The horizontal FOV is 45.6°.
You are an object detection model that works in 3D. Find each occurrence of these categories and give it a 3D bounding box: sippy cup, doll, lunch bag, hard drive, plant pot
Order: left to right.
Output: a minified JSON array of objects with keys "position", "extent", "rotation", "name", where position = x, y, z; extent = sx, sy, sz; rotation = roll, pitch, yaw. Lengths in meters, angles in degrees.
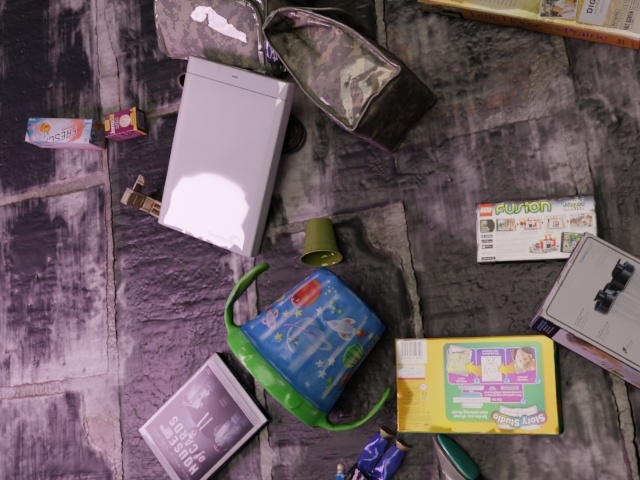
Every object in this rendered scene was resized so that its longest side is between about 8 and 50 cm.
[{"position":[-0.194,-0.169,1.531],"extent":[0.232,0.047,0.353],"rotation":[20,107,21],"name":"hard drive"},{"position":[-0.182,-0.481,1.560],"extent":[0.305,0.212,0.256],"rotation":[14,103,23],"name":"lunch bag"},{"position":[-0.012,0.179,1.382],"extent":[0.224,0.305,0.240],"rotation":[-45,25,-2],"name":"sippy cup"},{"position":[0.000,0.000,1.479],"extent":[0.083,0.083,0.079],"rotation":[-12,64,19],"name":"plant pot"},{"position":[0.045,-0.319,1.423],"extent":[0.287,0.235,0.169],"rotation":[43,103,21],"name":"lunch bag"},{"position":[0.089,0.438,1.384],"extent":[0.129,0.046,0.189],"rotation":[35,94,23],"name":"doll"}]

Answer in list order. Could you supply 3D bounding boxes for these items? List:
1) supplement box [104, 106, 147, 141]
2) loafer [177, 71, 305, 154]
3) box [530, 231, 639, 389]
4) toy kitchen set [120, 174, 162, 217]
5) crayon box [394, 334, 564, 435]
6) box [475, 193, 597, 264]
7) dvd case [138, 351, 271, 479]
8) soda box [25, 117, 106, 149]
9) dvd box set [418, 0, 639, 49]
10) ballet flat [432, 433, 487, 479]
[{"position":[-0.433,-0.258,1.696],"extent":[0.083,0.043,0.055],"rotation":[-11,79,19],"name":"supplement box"},{"position":[-0.173,-0.265,1.571],"extent":[0.302,0.095,0.109],"rotation":[29,91,22],"name":"loafer"},{"position":[0.506,0.132,1.212],"extent":[0.289,0.087,0.169],"rotation":[29,76,13],"name":"box"},{"position":[-0.361,-0.092,1.619],"extent":[0.075,0.083,0.068],"rotation":[26,91,22],"name":"toy kitchen set"},{"position":[0.272,0.251,1.326],"extent":[0.278,0.081,0.166],"rotation":[-4,80,20],"name":"crayon box"},{"position":[0.383,-0.018,1.353],"extent":[0.206,0.036,0.114],"rotation":[-3,80,20],"name":"box"},{"position":[-0.234,0.369,1.526],"extent":[0.239,0.029,0.179],"rotation":[-45,69,8],"name":"dvd case"},{"position":[-0.578,-0.243,1.737],"extent":[0.183,0.063,0.058],"rotation":[4,82,21],"name":"soda box"},{"position":[0.424,-0.540,1.411],"extent":[0.420,0.062,0.308],"rotation":[17,88,22],"name":"dvd box set"},{"position":[0.260,0.427,1.310],"extent":[0.213,0.072,0.068],"rotation":[41,107,22],"name":"ballet flat"}]
